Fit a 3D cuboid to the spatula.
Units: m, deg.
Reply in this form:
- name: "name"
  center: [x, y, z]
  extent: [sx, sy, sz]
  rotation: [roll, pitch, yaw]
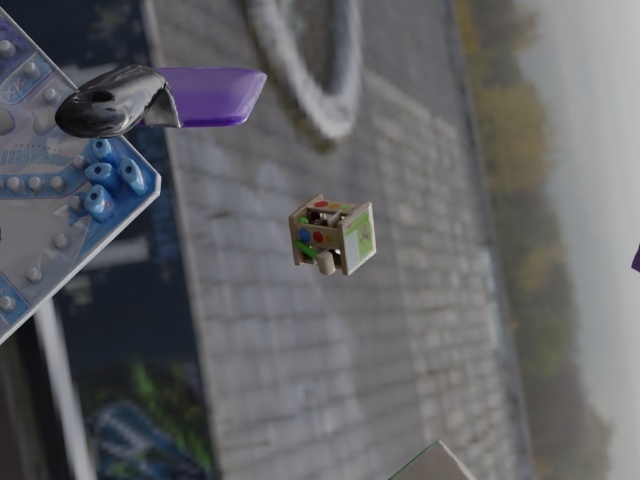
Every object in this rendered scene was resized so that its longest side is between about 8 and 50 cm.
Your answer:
- name: "spatula"
  center: [-0.080, -0.064, 0.837]
  extent: [0.296, 0.084, 0.030]
  rotation: [-52, 143, -83]

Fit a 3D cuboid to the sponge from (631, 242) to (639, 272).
- name: "sponge"
  center: [0.403, -0.044, 1.869]
  extent: [0.031, 0.117, 0.210]
  rotation: [3, 111, -53]

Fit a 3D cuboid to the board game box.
- name: "board game box"
  center: [-0.422, -0.057, 1.856]
  extent: [0.390, 0.390, 0.050]
  rotation: [46, -2, 20]

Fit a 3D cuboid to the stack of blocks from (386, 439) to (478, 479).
- name: "stack of blocks"
  center: [-0.031, 0.214, 0.741]
  extent: [0.087, 0.297, 0.171]
  rotation: [52, 1, 30]

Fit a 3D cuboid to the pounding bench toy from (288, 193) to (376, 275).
- name: "pounding bench toy"
  center: [0.000, 0.000, 1.672]
  extent: [0.083, 0.065, 0.052]
  rotation: [-39, 130, -49]
